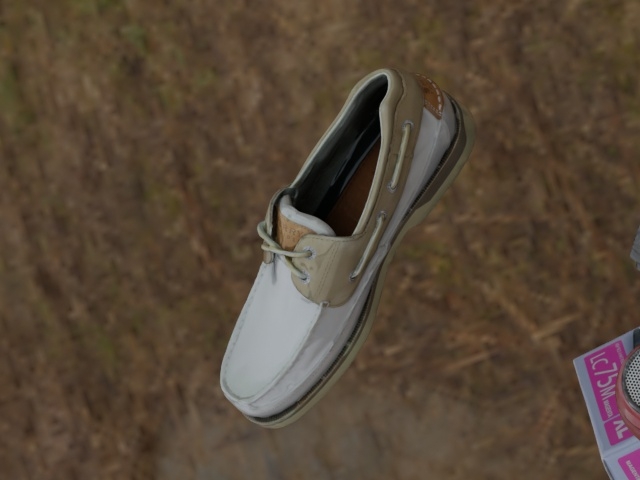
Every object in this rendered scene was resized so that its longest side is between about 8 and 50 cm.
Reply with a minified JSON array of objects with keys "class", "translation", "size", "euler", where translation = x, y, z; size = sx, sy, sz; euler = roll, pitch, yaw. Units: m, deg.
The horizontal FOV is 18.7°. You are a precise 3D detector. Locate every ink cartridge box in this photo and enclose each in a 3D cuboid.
[{"class":"ink cartridge box","translation":[0.404,0.112,1.870],"size":[0.065,0.311,0.186],"euler":[59,-168,-26]}]

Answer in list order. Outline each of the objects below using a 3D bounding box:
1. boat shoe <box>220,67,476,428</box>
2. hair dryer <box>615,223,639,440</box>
[{"class":"boat shoe","translation":[0.000,0.000,1.514],"size":[0.113,0.103,0.302],"euler":[29,90,41]},{"class":"hair dryer","translation":[0.283,0.051,1.273],"size":[0.080,0.223,0.294],"euler":[42,146,33]}]
